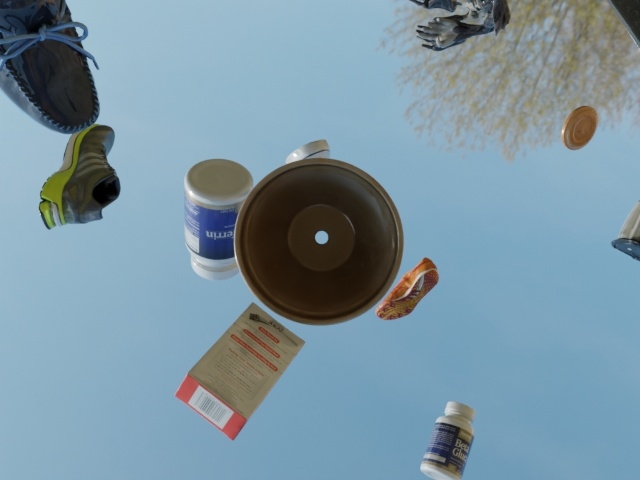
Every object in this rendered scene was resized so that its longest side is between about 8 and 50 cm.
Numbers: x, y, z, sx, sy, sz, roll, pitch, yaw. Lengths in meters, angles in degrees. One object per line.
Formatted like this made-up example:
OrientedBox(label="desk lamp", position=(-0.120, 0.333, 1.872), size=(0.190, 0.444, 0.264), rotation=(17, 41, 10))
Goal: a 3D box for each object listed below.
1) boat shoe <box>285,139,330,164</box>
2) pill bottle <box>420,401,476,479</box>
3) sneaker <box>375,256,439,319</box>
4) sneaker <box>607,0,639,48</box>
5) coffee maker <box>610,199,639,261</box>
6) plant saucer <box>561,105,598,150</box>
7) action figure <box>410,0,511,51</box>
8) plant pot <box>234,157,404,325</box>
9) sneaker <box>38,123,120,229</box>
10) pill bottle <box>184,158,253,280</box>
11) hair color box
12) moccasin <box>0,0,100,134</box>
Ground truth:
OrientedBox(label="boat shoe", position=(-0.025, -0.119, 1.542), size=(0.096, 0.267, 0.088), rotation=(-21, -104, -21))
OrientedBox(label="pill bottle", position=(0.296, 0.458, 1.685), size=(0.094, 0.094, 0.169), rotation=(20, -114, 8))
OrientedBox(label="sneaker", position=(0.188, 0.109, 1.601), size=(0.064, 0.175, 0.067), rotation=(38, -158, -25))
OrientedBox(label="sneaker", position=(0.280, -0.154, 0.538), size=(0.145, 0.090, 0.270), rotation=(7, -114, -50))
OrientedBox(label="coffee maker", position=(0.635, -0.040, 1.337), size=(0.171, 0.178, 0.120), rotation=(28, 175, -23))
OrientedBox(label="plant saucer", position=(0.474, -0.203, 1.350), size=(0.084, 0.083, 0.013), rotation=(-7, -152, -28))
OrientedBox(label="action figure", position=(0.207, -0.371, 1.125), size=(0.141, 0.164, 0.276), rotation=(-3, 180, -11))
OrientedBox(label="plant pot", position=(0.000, 0.000, 1.082), size=(0.237, 0.237, 0.110), rotation=(17, -176, 2))
OrientedBox(label="sneaker", position=(-0.454, -0.128, 1.490), size=(0.121, 0.111, 0.300), rotation=(5, -135, 1))
OrientedBox(label="pill bottle", position=(-0.235, -0.042, 1.702), size=(0.153, 0.264, 0.153), rotation=(5, -138, -4))
OrientedBox(label="hair color box", position=(-0.098, 0.162, 0.946), size=(0.093, 0.053, 0.167), rotation=(37, -143, 4))
OrientedBox(label="moccasin", position=(-0.375, -0.281, 0.893), size=(0.138, 0.342, 0.117), rotation=(-41, -153, -26))
